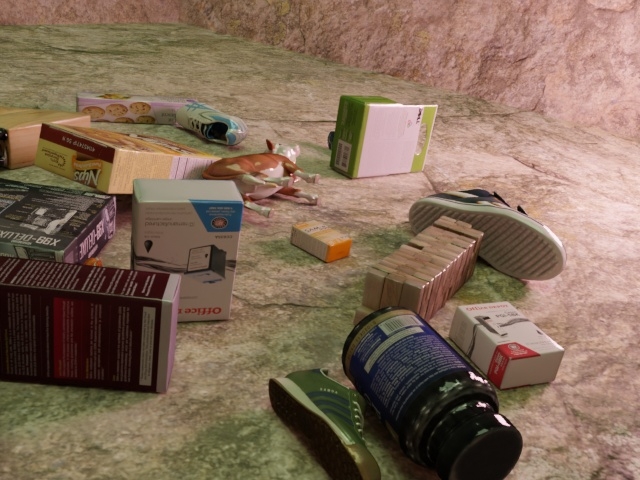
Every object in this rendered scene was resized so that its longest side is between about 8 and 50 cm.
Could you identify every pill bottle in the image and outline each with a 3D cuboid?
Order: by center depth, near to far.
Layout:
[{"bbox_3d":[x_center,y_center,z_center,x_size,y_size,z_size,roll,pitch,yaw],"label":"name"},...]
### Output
[{"bbox_3d":[0.123,0.178,0.749,0.123,0.123,0.219,-3,27,-26],"label":"pill bottle"}]

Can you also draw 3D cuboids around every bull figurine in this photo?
[{"bbox_3d":[-0.108,-0.135,1.382,0.188,0.101,0.310,24,27,25],"label":"bull figurine"}]

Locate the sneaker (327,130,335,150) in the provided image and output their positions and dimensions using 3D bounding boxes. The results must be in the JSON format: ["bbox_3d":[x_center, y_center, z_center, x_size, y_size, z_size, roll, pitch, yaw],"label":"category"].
[{"bbox_3d":[0.072,-0.258,1.796,0.058,0.052,0.135,-1,32,-45],"label":"sneaker"}]

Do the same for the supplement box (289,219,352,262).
[{"bbox_3d":[0.000,0.000,1.201,0.098,0.036,0.062,27,29,35],"label":"supplement box"}]

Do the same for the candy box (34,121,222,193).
[{"bbox_3d":[-0.356,-0.152,1.261,0.183,0.087,0.316,21,12,23],"label":"candy box"}]

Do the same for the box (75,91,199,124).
[{"bbox_3d":[-0.491,-0.356,1.774,0.324,0.067,0.063,-1,27,-24],"label":"box"}]

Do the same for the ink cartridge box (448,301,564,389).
[{"bbox_3d":[0.266,0.148,0.948,0.099,0.056,0.135,-3,27,-24],"label":"ink cartridge box"}]

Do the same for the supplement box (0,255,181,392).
[{"bbox_3d":[-0.292,0.098,0.767,0.239,0.130,0.073,7,24,-8],"label":"supplement box"}]

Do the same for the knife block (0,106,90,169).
[{"bbox_3d":[-0.628,-0.203,1.359,0.275,0.088,0.242,2,26,-17],"label":"knife block"}]

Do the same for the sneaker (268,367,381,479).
[{"bbox_3d":[0.024,0.200,0.733,0.086,0.064,0.192,-13,29,-32],"label":"sneaker"}]

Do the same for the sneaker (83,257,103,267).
[{"bbox_3d":[-0.328,0.072,0.894,0.067,0.064,0.175,-4,24,-12],"label":"sneaker"}]

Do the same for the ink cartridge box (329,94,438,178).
[{"bbox_3d":[0.162,-0.266,1.666,0.255,0.189,0.097,-9,28,-38],"label":"ink cartridge box"}]

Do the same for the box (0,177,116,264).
[{"bbox_3d":[-0.499,-0.023,1.001,0.307,0.076,0.242,9,22,-4],"label":"box"}]

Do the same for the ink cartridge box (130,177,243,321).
[{"bbox_3d":[-0.190,0.015,0.911,0.139,0.191,0.082,-1,27,-21],"label":"ink cartridge box"}]

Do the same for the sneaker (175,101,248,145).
[{"bbox_3d":[-0.298,-0.305,1.715,0.237,0.085,0.086,20,33,29],"label":"sneaker"}]

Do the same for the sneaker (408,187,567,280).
[{"bbox_3d":[0.339,-0.028,1.278,0.321,0.126,0.127,25,34,34],"label":"sneaker"}]

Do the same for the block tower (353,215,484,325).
[{"bbox_3d":[0.175,0.052,1.082,0.091,0.097,0.335,20,27,24],"label":"block tower"}]
